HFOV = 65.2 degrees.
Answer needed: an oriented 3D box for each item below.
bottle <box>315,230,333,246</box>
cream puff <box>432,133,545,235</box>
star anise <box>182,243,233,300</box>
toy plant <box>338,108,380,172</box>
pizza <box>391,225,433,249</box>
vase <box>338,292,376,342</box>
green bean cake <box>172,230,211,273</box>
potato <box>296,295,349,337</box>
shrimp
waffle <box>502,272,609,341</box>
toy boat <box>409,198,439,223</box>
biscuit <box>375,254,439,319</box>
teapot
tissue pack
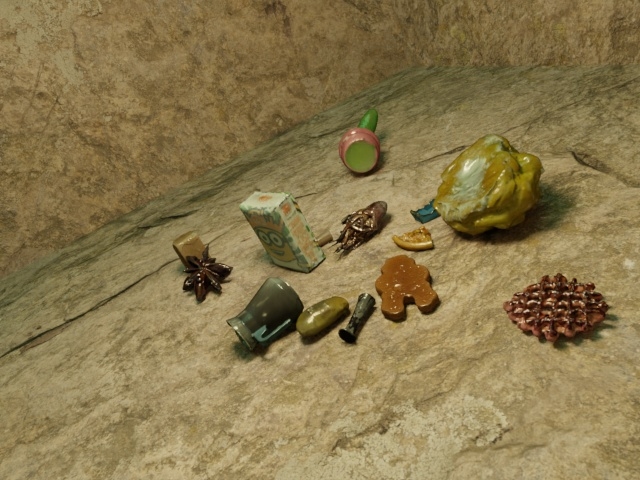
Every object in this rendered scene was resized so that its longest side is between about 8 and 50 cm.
[{"bbox_3d":[0.000,0.000,2.028,0.097,0.045,0.045,-31,29,-13],"label":"bottle"},{"bbox_3d":[0.592,-0.168,1.693,0.378,0.276,0.378,-39,32,30],"label":"cream puff"},{"bbox_3d":[-0.471,0.137,2.061,0.212,0.129,0.283,-42,41,-21],"label":"star anise"},{"bbox_3d":[0.212,-0.489,2.528,0.316,0.211,0.356,-58,5,22],"label":"toy plant"},{"bbox_3d":[0.347,-0.011,1.795,0.131,0.041,0.178,-33,29,-22],"label":"pizza"},{"bbox_3d":[0.112,0.234,1.520,0.059,0.059,0.167,-3,34,33],"label":"vase"},{"bbox_3d":[-0.562,0.056,2.201,0.109,0.179,0.085,-40,33,-25],"label":"green bean cake"},{"bbox_3d":[0.004,0.234,1.575,0.188,0.085,0.105,-26,30,-16],"label":"potato"},{"bbox_3d":[0.150,-0.048,1.929,0.343,0.116,0.145,-43,19,-33],"label":"shrimp"},{"bbox_3d":[0.601,0.170,1.279,0.221,0.055,0.234,-29,23,-7],"label":"waffle"},{"bbox_3d":[0.434,-0.138,1.914,0.186,0.077,0.075,-27,27,-8],"label":"toy boat"},{"bbox_3d":[0.266,0.142,1.586,0.186,0.044,0.295,-14,30,10],"label":"biscuit"},{"bbox_3d":[-0.171,0.244,1.609,0.225,0.170,0.203,-40,33,-17],"label":"teapot"},{"bbox_3d":[-0.145,-0.036,1.912,0.228,0.310,0.128,9,45,46],"label":"tissue pack"}]
